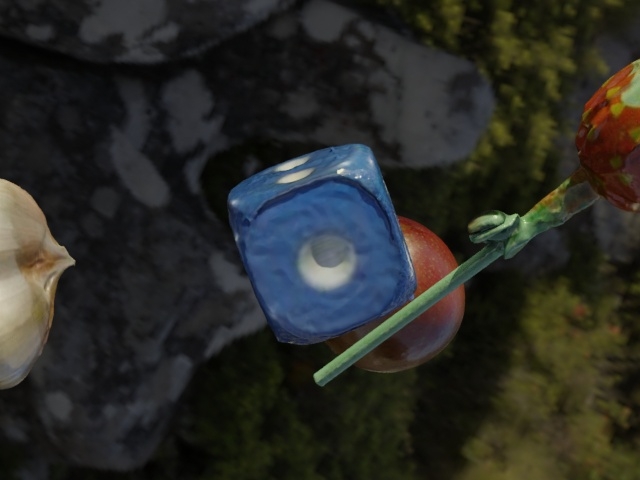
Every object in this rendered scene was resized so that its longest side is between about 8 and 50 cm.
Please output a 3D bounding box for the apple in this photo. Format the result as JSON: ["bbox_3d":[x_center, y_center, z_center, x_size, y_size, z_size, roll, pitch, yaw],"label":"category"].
[{"bbox_3d":[0.069,0.054,1.901,0.181,0.181,0.168,-46,141,-16],"label":"apple"}]

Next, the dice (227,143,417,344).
[{"bbox_3d":[0.000,0.000,1.528,0.143,0.146,0.147,-19,104,4],"label":"dice"}]

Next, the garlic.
[{"bbox_3d":[-0.268,0.039,1.446,0.124,0.099,0.175,51,26,-68],"label":"garlic"}]

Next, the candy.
[{"bbox_3d":[0.109,-0.003,0.976,0.287,0.084,0.078,-36,114,14],"label":"candy"}]
